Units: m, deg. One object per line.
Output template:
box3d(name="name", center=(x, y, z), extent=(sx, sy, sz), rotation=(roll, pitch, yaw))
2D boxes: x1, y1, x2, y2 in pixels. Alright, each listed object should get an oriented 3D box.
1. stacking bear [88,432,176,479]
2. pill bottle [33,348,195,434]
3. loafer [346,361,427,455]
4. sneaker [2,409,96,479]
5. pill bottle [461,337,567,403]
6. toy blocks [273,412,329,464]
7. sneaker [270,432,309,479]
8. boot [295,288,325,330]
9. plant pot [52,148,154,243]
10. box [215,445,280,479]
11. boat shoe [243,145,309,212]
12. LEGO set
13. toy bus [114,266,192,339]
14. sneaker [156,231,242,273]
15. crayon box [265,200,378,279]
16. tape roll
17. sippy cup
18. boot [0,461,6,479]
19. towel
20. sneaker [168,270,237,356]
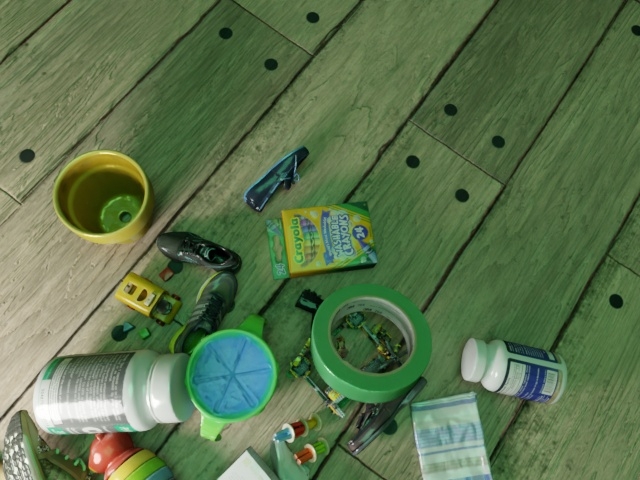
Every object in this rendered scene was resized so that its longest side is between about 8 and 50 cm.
box3d(name="stacking bear", center=(-0.494, 0.620, 1.330), extent=(0.289, 0.175, 0.164), rotation=(43, 77, 15))
box3d(name="pill bottle", center=(-0.522, 0.391, 1.321), extent=(0.360, 0.204, 0.204), rotation=(-6, 75, 9))
box3d(name="loafer", center=(0.175, 0.476, 1.455), extent=(0.302, 0.109, 0.095), rotation=(-38, 74, -22))
box3d(name="sneaker", center=(-0.676, 0.619, 1.322), extent=(0.158, 0.182, 0.410), rotation=(-30, 85, 32))
box3d(name="pill bottle", center=(0.559, 0.375, 1.485), extent=(0.264, 0.153, 0.153), rotation=(14, 74, -1))
box3d(name="toy blocks", center=(-0.055, 0.555, 1.395), extent=(0.148, 0.054, 0.123), rotation=(-6, 71, -42))
box3d(name="sneaker", center=(-0.077, 0.633, 1.408), extent=(0.094, 0.080, 0.212), rotation=(-13, 82, -21))
box3d(name="boot", center=(-0.030, 0.212, 1.535), extent=(0.099, 0.045, 0.121), rotation=(28, 67, 1))
box3d(name="plant pot", center=(-0.596, -0.099, 1.470), extent=(0.253, 0.239, 0.254), rotation=(1, 75, -4))
box3d(name="box", center=(-0.226, 0.743, 1.326), extent=(0.322, 0.058, 0.232), rotation=(-44, 77, -4))
box3d(name="boat shoe", center=(-0.127, -0.192, 1.622), extent=(0.258, 0.109, 0.089), rotation=(-43, 89, 2))
box3d(name="LEGO set", center=(0.075, 0.337, 1.432), extent=(0.331, 0.192, 0.255), rotation=(-32, 80, -13))
box3d(name="toy bus", center=(-0.489, 0.175, 1.473), extent=(0.202, 0.104, 0.191), rotation=(-16, 77, -9))
box3d(name="sneaker", center=(-0.366, 0.025, 1.527), extent=(0.267, 0.106, 0.101), rotation=(15, 75, 1))
box3d(name="crayon box", center=(0.000, 0.000, 1.576), extent=(0.322, 0.083, 0.203), rotation=(-7, 75, -6))
box3d(name="tape roll", center=(0.133, 0.268, 1.363), extent=(0.321, 0.077, 0.321), rotation=(4, 51, -5))
box3d(name="sippy cup", center=(-0.231, 0.366, 1.381), extent=(0.305, 0.224, 0.240), rotation=(-32, 79, -13))
box3d(name="boot", center=(-0.909, 0.575, 1.339), extent=(0.269, 0.089, 0.236), rotation=(18, 87, 1))
box3d(name="towel", center=(0.382, 0.596, 1.471), extent=(0.209, 0.034, 0.285), rotation=(-7, 75, -6))
box3d(name="sneaker", center=(-0.321, 0.224, 1.454), extent=(0.111, 0.121, 0.300), rotation=(31, 76, -21))
